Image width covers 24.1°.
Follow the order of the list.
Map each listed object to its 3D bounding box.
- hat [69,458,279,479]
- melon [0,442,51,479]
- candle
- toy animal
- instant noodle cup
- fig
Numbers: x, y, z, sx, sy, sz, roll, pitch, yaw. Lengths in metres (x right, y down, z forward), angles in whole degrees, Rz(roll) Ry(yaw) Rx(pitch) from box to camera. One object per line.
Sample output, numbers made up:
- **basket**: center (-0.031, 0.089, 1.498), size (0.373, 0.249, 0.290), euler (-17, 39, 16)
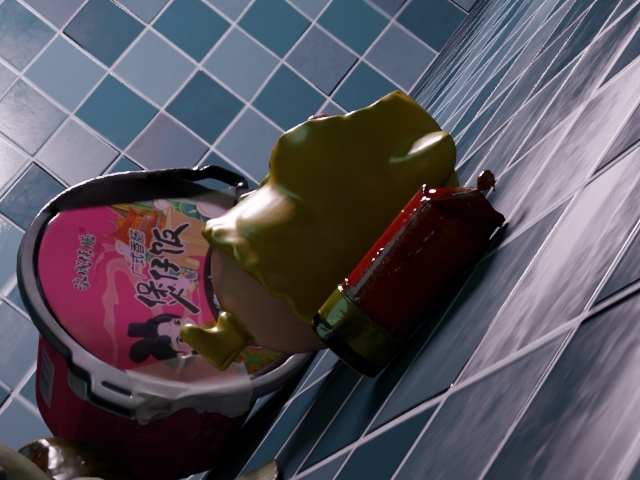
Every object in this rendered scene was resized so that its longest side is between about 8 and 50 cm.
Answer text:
- **hat**: center (-0.138, 0.203, 0.907), size (0.252, 0.110, 0.252), euler (-53, 3, 4)
- **melon**: center (-0.207, 0.203, 0.586), size (0.308, 0.272, 0.272), euler (-44, 2, -7)
- **candle**: center (0.052, 0.012, 0.823), size (0.130, 0.052, 0.052), euler (-51, 3, 9)
- **toy animal**: center (0.001, 0.000, 1.033), size (0.230, 0.156, 0.156), euler (-42, 2, -2)
- **instant noodle cup**: center (-0.143, 0.091, 1.286), size (0.302, 0.258, 0.181), euler (-52, -12, -47)
- **fig**: center (-0.188, 0.241, 1.178), size (0.144, 0.154, 0.165), euler (-86, -1, -58)
